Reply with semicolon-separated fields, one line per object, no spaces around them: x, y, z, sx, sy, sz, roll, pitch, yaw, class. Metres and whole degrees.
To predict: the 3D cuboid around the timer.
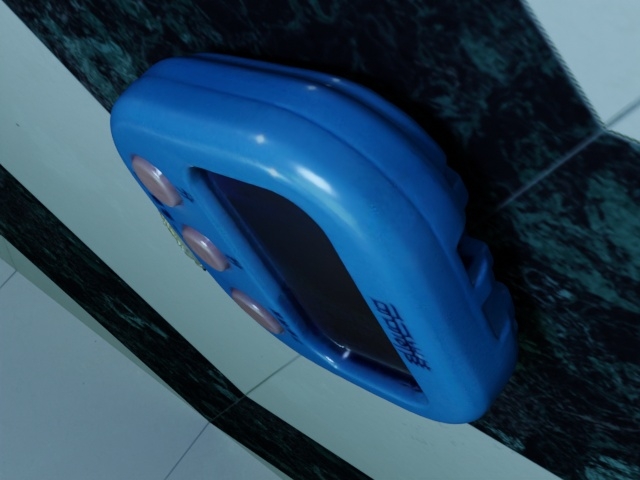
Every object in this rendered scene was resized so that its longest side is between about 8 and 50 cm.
0.000;0.000;0.685;0.309;0.115;0.340;21;154;42;timer

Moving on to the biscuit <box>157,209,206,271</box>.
-0.135;-0.038;0.848;0.152;0.020;0.152;61;-172;-16;biscuit
